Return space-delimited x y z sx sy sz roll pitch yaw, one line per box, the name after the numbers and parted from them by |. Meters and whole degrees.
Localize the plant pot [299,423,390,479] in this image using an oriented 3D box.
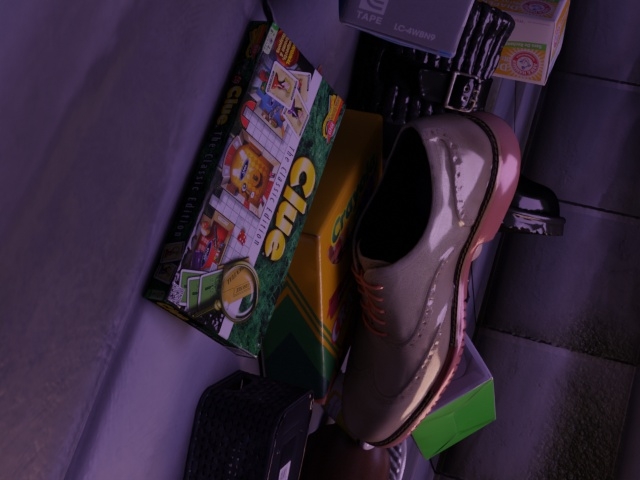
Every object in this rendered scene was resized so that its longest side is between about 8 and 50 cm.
0.018 0.341 1.309 0.165 0.167 0.167 -69 165 -56 | plant pot

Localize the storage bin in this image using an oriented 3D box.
-0.075 0.234 0.999 0.122 0.084 0.180 -16 119 -72 | storage bin

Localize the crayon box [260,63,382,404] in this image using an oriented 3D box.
0.000 0.000 1.072 0.318 0.081 0.202 87 23 -45 | crayon box

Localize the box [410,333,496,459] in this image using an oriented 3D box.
0.126 0.146 1.337 0.127 0.231 0.262 -30 157 -2 | box

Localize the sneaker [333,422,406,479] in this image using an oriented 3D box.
0.024 0.412 1.472 0.150 0.135 0.366 113 -2 -75 | sneaker

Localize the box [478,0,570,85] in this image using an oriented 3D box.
0.246 -0.312 1.442 0.114 0.203 0.103 -60 157 -46 | box

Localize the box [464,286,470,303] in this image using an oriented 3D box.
0.178 0.109 1.739 0.295 0.073 0.293 73 32 -45 | box

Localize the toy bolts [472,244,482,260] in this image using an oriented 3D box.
0.158 -0.055 1.435 0.228 0.159 0.218 -25 127 -71 | toy bolts

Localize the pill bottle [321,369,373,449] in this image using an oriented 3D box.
0.040 0.215 1.315 0.065 0.116 0.065 -36 152 -23 | pill bottle

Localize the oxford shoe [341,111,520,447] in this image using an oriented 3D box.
0.076 0.046 1.063 0.147 0.140 0.397 -1 112 -42 | oxford shoe

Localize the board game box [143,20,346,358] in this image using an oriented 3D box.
-0.056 -0.042 0.855 0.136 0.030 0.259 43 60 -52 | board game box

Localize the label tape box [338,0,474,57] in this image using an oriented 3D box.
0.116 -0.367 0.857 0.249 0.115 0.347 -88 -163 -61 | label tape box

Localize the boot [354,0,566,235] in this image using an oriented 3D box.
0.195 -0.155 1.246 0.131 0.348 0.260 11 -96 61 | boot
